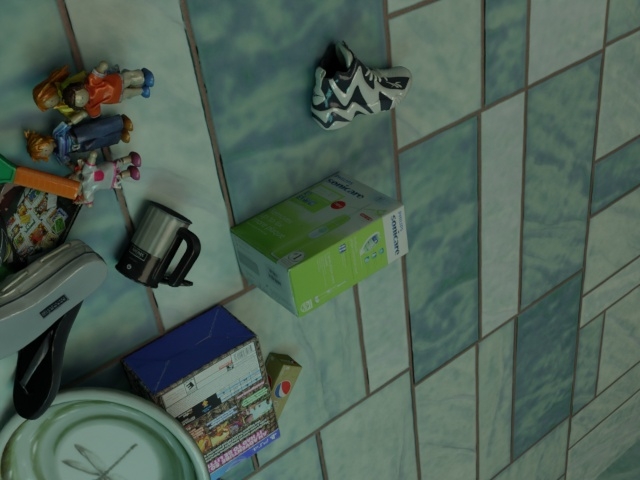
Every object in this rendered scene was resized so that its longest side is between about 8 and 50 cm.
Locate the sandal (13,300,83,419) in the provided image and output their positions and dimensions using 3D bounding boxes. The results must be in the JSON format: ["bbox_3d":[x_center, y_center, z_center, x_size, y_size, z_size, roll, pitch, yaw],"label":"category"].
[{"bbox_3d":[-0.471,0.173,1.285,0.054,0.097,0.255,14,93,-56],"label":"sandal"}]

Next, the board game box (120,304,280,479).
[{"bbox_3d":[-0.231,0.319,1.536,0.232,0.141,0.291,-28,129,-27],"label":"board game box"}]

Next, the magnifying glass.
[{"bbox_3d":[-0.470,-0.104,1.120,0.231,0.026,0.092,16,109,-20],"label":"magnifying glass"}]

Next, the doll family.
[{"bbox_3d":[-0.368,-0.179,1.184,0.163,0.118,0.263,-22,144,-38],"label":"doll family"}]

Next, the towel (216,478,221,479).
[{"bbox_3d":[-0.259,0.692,1.792,0.243,0.040,0.336,-48,135,-10],"label":"towel"}]

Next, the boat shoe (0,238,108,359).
[{"bbox_3d":[-0.467,0.091,1.203,0.267,0.088,0.096,-40,150,-18],"label":"boat shoe"}]

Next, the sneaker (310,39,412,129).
[{"bbox_3d":[0.081,-0.326,1.484,0.235,0.094,0.153,-23,136,-18],"label":"sneaker"}]

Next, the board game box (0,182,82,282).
[{"bbox_3d":[-0.492,0.023,1.228,0.136,0.030,0.260,23,97,-48],"label":"board game box"}]

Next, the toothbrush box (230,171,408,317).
[{"bbox_3d":[0.000,0.000,1.516,0.283,0.206,0.122,-28,128,-26],"label":"toothbrush box"}]

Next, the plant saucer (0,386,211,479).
[{"bbox_3d":[-0.390,0.427,1.400,0.400,0.100,0.400,1,109,2],"label":"plant saucer"}]

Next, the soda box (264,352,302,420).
[{"bbox_3d":[-0.112,0.345,1.714,0.061,0.058,0.181,16,101,-45],"label":"soda box"}]

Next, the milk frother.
[{"bbox_3d":[-0.273,0.017,1.381,0.135,0.129,0.143,-60,179,3],"label":"milk frother"}]

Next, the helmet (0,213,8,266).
[{"bbox_3d":[-0.534,0.009,1.089,0.161,0.169,0.169,18,101,-29],"label":"helmet"}]
